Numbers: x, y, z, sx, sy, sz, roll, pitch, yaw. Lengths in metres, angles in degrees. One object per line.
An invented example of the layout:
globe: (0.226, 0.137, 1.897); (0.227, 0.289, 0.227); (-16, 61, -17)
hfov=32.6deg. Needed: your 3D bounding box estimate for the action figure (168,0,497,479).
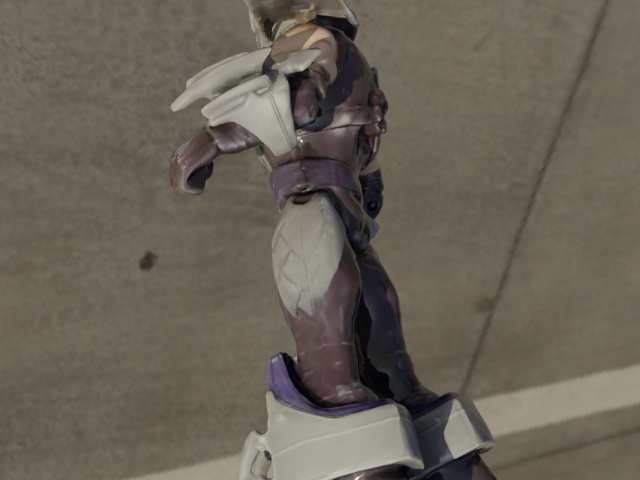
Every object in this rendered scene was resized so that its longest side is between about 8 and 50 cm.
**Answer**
action figure: (0.000, 0.000, 0.475); (0.099, 0.285, 0.185); (-19, 158, 19)
